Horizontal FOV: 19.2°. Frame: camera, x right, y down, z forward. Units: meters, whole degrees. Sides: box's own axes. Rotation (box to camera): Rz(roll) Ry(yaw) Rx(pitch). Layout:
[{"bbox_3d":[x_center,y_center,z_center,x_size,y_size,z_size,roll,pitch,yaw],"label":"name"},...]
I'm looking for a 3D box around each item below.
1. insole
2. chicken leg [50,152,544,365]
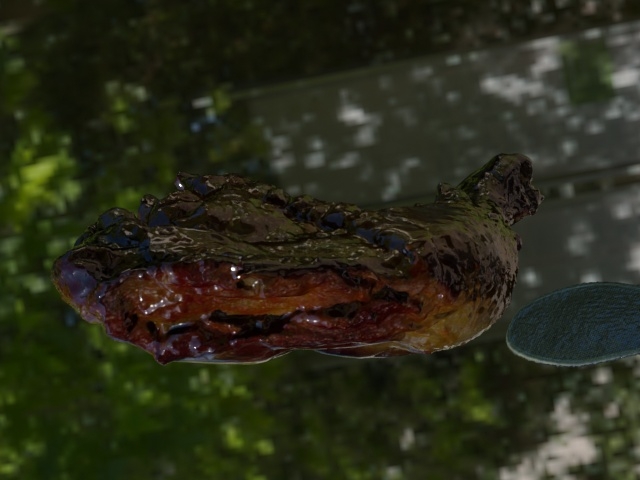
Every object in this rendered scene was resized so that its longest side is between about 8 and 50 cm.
[{"bbox_3d":[0.220,0.054,1.323,0.003,0.232,0.080,48,-127,-30],"label":"insole"},{"bbox_3d":[0.008,0.005,1.005,0.177,0.322,0.083,-131,44,-55],"label":"chicken leg"}]
